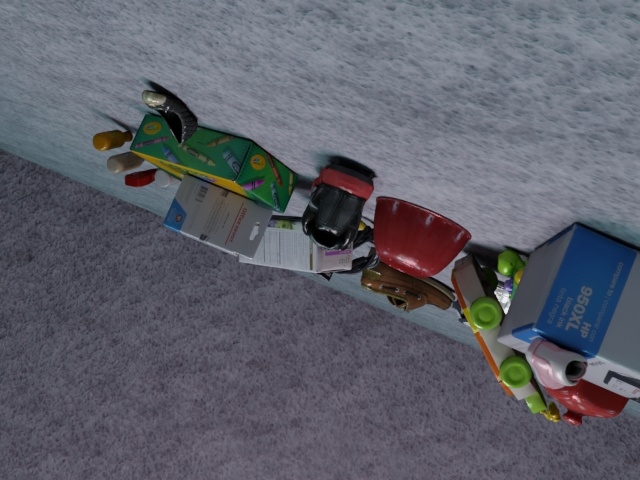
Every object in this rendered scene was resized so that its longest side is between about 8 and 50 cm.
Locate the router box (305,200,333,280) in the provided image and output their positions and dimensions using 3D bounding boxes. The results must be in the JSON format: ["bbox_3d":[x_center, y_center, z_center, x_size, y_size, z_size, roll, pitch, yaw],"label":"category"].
[{"bbox_3d":[0.000,0.000,1.957,0.046,0.133,0.179,21,173,24],"label":"router box"}]

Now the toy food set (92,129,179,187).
[{"bbox_3d":[-0.361,-0.176,1.981,0.232,0.111,0.104,8,-162,25],"label":"toy food set"}]

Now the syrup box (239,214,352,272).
[{"bbox_3d":[-0.051,0.003,1.782,0.093,0.096,0.236,-5,-173,-42],"label":"syrup box"}]

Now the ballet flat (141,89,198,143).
[{"bbox_3d":[-0.253,-0.210,1.571,0.057,0.049,0.173,20,172,21],"label":"ballet flat"}]

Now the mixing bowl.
[{"bbox_3d":[0.163,0.005,1.636,0.181,0.098,0.181,23,172,4],"label":"mixing bowl"}]

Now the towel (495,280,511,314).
[{"bbox_3d":[0.389,0.145,1.949,0.152,0.113,0.023,21,-146,13],"label":"towel"}]

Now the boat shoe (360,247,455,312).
[{"bbox_3d":[0.207,0.121,2.292,0.307,0.104,0.110,29,171,-35],"label":"boat shoe"}]

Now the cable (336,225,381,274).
[{"bbox_3d":[0.073,0.023,1.938,0.150,0.047,0.184,-28,159,24],"label":"cable"}]

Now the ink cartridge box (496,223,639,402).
[{"bbox_3d":[0.489,0.146,1.357,0.394,0.166,0.285,23,172,5],"label":"ink cartridge box"}]

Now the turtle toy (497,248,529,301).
[{"bbox_3d":[0.344,0.073,1.571,0.066,0.130,0.095,-30,167,38],"label":"turtle toy"}]

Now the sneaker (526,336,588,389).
[{"bbox_3d":[0.331,0.179,1.260,0.070,0.051,0.134,25,168,39],"label":"sneaker"}]

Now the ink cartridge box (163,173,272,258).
[{"bbox_3d":[-0.186,-0.039,1.723,0.180,0.104,0.060,23,173,5],"label":"ink cartridge box"}]

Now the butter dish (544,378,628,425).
[{"bbox_3d":[0.458,0.265,1.626,0.160,0.118,0.160,26,171,-19],"label":"butter dish"}]

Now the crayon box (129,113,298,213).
[{"bbox_3d":[-0.200,-0.145,1.743,0.278,0.081,0.165,18,171,35],"label":"crayon box"}]

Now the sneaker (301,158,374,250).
[{"bbox_3d":[0.020,-0.047,1.570,0.097,0.135,0.276,22,174,-2],"label":"sneaker"}]

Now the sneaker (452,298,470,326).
[{"bbox_3d":[0.362,0.157,2.108,0.153,0.094,0.235,11,178,24],"label":"sneaker"}]

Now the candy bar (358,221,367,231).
[{"bbox_3d":[0.073,-0.035,1.937,0.040,0.018,0.161,20,171,27],"label":"candy bar"}]

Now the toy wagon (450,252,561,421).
[{"bbox_3d":[0.343,0.193,1.728,0.344,0.068,0.267,63,-167,-5],"label":"toy wagon"}]
